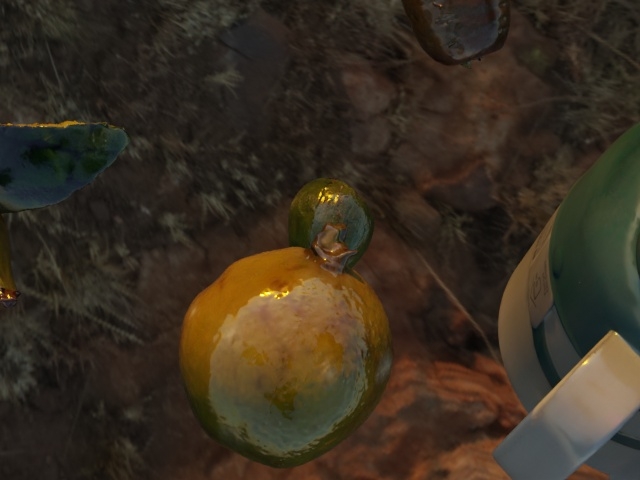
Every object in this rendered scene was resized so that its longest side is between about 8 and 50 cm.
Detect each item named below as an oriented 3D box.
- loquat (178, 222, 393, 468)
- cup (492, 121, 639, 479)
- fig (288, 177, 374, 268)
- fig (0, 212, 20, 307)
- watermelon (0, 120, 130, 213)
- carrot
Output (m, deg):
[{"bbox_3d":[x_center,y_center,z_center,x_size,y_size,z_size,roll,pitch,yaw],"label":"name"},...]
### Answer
[{"bbox_3d":[-0.027,0.096,1.105,0.213,0.213,0.246,15,107,-21],"label":"loquat"},{"bbox_3d":[0.231,0.057,0.763,0.289,0.258,0.219,-40,75,-21],"label":"cup"},{"bbox_3d":[0.000,0.000,1.540,0.123,0.123,0.156,40,72,-24],"label":"fig"},{"bbox_3d":[-0.356,-0.001,1.103,0.133,0.184,0.127,-25,109,-41],"label":"fig"},{"bbox_3d":[-0.383,-0.106,1.391,0.129,0.301,0.123,-35,122,-49],"label":"watermelon"},{"bbox_3d":[0.043,-0.206,0.589,0.059,0.059,0.248,-25,107,-8],"label":"carrot"}]
